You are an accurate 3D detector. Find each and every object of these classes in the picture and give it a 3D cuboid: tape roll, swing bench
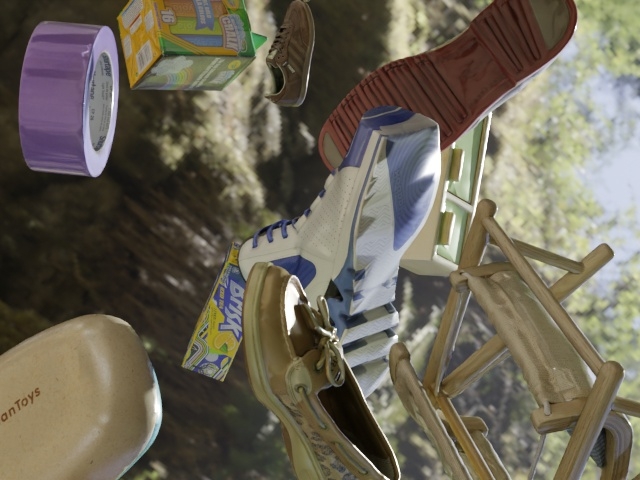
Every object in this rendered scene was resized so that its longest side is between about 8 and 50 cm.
[{"bbox_3d":[-0.310,-0.176,1.602,0.080,0.189,0.189,6,-131,3],"label":"tape roll"},{"bbox_3d":[0.184,0.148,1.130,0.254,0.165,0.253,-59,-148,21],"label":"swing bench"}]

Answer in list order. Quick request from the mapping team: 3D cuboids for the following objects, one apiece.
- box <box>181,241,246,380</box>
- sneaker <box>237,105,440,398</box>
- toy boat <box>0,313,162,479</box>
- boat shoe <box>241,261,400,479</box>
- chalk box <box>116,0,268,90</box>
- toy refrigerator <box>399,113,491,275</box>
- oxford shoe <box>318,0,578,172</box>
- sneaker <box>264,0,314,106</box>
[{"bbox_3d":[-0.115,0.089,1.600,0.054,0.059,0.169,-82,-165,-62],"label":"box"},{"bbox_3d":[0.000,0.001,1.360,0.182,0.127,0.315,27,-66,34],"label":"sneaker"},{"bbox_3d":[-0.247,0.246,1.260,0.267,0.148,0.318,-30,-121,18],"label":"toy boat"},{"bbox_3d":[0.001,0.131,1.199,0.089,0.285,0.104,-4,-138,20],"label":"boat shoe"},{"bbox_3d":[-0.190,-0.320,2.020,0.132,0.213,0.132,-34,-114,53],"label":"chalk box"},{"bbox_3d":[0.181,-0.088,1.931,0.094,0.102,0.269,2,-105,37],"label":"toy refrigerator"},{"bbox_3d":[0.159,-0.178,1.528,0.348,0.123,0.130,-29,175,18],"label":"oxford shoe"},{"bbox_3d":[-0.058,-0.330,2.252,0.066,0.071,0.188,6,-86,57],"label":"sneaker"}]
